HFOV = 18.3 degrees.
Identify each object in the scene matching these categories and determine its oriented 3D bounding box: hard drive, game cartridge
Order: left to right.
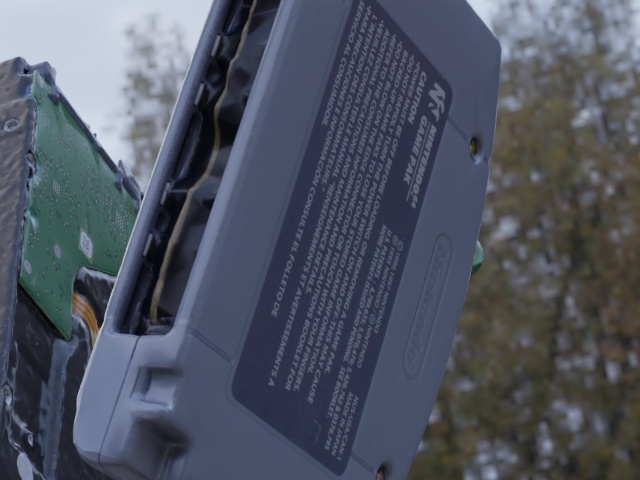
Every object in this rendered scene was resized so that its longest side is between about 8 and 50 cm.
[{"bbox_3d":[-0.154,0.081,1.217,0.064,0.339,0.237,-16,-43,17],"label":"hard drive"},{"bbox_3d":[0.000,0.000,0.895,0.060,0.294,0.196,0,-28,38],"label":"game cartridge"}]

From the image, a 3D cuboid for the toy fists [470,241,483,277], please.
[{"bbox_3d":[0.009,0.014,1.869,0.279,0.096,0.142,17,-51,-24],"label":"toy fists"}]
